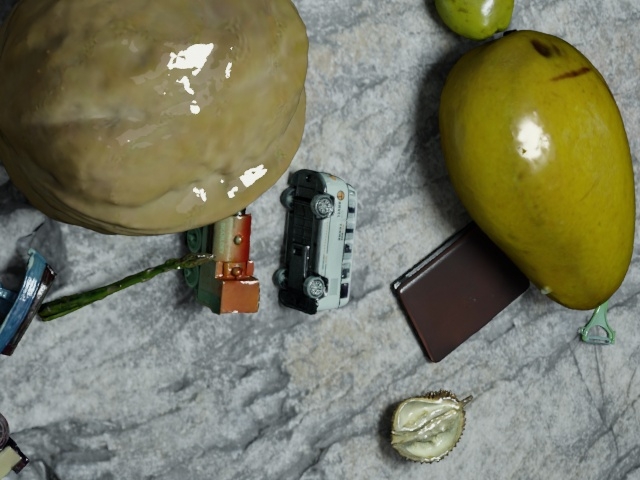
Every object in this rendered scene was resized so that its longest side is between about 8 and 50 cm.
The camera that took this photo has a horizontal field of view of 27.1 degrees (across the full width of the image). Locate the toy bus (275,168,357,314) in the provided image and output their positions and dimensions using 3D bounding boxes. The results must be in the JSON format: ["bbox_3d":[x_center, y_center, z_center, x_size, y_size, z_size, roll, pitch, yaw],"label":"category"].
[{"bbox_3d":[0.000,0.000,1.810,0.089,0.087,0.193,-1,100,-38],"label":"toy bus"}]

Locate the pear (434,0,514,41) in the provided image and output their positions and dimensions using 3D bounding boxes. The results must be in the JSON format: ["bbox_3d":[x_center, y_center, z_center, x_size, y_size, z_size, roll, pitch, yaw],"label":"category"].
[{"bbox_3d":[0.213,-0.341,1.851,0.107,0.107,0.131,-19,80,-27],"label":"pear"}]

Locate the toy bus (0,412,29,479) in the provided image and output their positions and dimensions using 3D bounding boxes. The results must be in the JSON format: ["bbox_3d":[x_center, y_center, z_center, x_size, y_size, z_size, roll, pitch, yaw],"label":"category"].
[{"bbox_3d":[-0.501,0.187,1.512,0.179,0.143,0.305,-44,120,-14],"label":"toy bus"}]

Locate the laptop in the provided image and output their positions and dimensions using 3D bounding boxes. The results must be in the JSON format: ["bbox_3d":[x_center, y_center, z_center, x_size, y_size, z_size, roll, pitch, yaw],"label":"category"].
[{"bbox_3d":[0.212,0.068,1.983,0.207,0.026,0.154,-37,117,-19],"label":"laptop"}]

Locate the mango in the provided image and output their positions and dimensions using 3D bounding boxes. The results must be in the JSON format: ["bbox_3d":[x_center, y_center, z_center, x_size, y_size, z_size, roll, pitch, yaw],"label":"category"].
[{"bbox_3d":[0.327,-0.089,1.896,0.301,0.221,0.445,-46,118,-42],"label":"mango"}]

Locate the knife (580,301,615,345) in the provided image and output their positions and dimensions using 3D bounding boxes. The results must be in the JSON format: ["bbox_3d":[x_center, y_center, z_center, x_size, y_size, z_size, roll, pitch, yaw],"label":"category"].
[{"bbox_3d":[0.459,0.086,2.132,0.078,0.023,0.166,8,97,-38],"label":"knife"}]

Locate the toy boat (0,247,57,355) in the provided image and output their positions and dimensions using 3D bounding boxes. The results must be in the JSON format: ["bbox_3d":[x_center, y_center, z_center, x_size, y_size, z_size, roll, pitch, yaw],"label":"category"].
[{"bbox_3d":[-0.373,0.075,1.617,0.061,0.060,0.137,30,89,-7],"label":"toy boat"}]

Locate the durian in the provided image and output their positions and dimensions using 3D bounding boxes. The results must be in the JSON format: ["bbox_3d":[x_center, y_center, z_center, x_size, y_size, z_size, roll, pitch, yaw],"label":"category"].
[{"bbox_3d":[0.160,0.262,1.960,0.140,0.071,0.110,-33,109,-4],"label":"durian"}]

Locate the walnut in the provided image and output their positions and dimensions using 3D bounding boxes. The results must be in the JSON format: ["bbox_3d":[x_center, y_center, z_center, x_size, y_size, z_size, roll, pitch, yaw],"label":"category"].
[{"bbox_3d":[-0.195,-0.173,1.507,0.381,0.381,0.381,-6,103,-30],"label":"walnut"}]

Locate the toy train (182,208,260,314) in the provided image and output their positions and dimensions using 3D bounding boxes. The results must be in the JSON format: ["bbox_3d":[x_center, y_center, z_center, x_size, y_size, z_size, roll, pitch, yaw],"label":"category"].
[{"bbox_3d":[-0.123,0.003,1.714,0.074,0.118,0.175,0,101,-34],"label":"toy train"}]

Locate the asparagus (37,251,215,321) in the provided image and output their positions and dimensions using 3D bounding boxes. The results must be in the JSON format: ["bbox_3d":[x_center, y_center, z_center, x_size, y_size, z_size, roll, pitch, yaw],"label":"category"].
[{"bbox_3d":[-0.243,0.054,1.667,0.233,0.022,0.023,-20,68,-3],"label":"asparagus"}]
